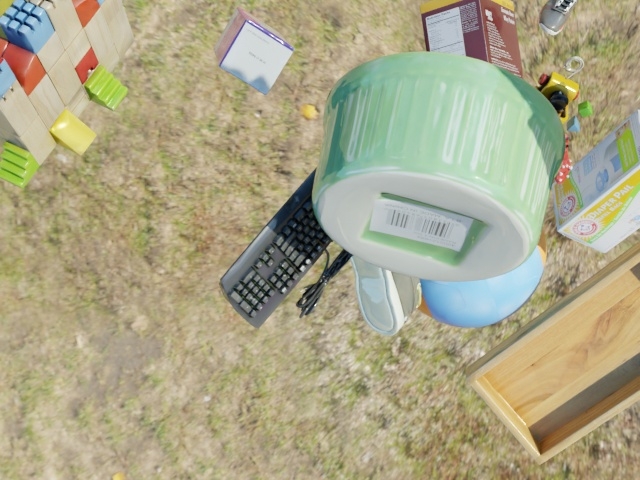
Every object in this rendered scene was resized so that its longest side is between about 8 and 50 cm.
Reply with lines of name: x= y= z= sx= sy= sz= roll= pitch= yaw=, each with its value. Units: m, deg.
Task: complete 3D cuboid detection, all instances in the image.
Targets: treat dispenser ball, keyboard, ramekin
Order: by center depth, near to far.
ramekin: x=0.134 y=-0.071 z=0.928 sx=0.303 sy=0.303 sz=0.148 roll=7 pitch=62 yaw=18
keyboard: x=0.000 y=0.000 z=1.110 sx=0.033 sy=0.201 sz=0.317 roll=33 pitch=77 yaw=39
treat dispenser ball: x=0.275 y=0.019 z=1.426 sx=0.288 sy=0.288 sz=0.288 roll=1 pitch=94 yaw=19

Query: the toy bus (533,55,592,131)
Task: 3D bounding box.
toy bus: x=0.529 y=-0.303 z=1.777 sx=0.191 sy=0.202 sz=0.104 roll=-7 pitch=47 yaw=24

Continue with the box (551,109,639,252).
box: x=0.481 y=-0.089 z=1.222 sx=0.103 sy=0.114 sz=0.203 roll=23 pitch=138 yaw=-17

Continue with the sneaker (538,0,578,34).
sneaker: x=0.509 y=-0.501 z=1.593 sx=0.061 sy=0.065 sz=0.158 roll=32 pitch=70 yaw=0

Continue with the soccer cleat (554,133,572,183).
soccer cleat: x=0.346 y=-0.122 z=1.113 sx=0.035 sy=0.029 sz=0.083 roll=36 pitch=147 yaw=48

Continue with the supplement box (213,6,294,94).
supplement box: x=-0.142 y=-0.395 z=1.565 sx=0.111 sy=0.220 sz=0.114 roll=28 pitch=106 yaw=-21

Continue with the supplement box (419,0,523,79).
supplement box: x=0.316 y=-0.396 z=1.567 sx=0.129 sy=0.191 sz=0.194 roll=-8 pitch=90 yaw=35

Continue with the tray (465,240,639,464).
tray: x=0.479 y=0.189 z=1.321 sx=0.411 sy=0.076 sz=0.203 roll=-41 pitch=89 yaw=18

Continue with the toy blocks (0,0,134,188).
toy blocks: x=-0.434 y=-0.308 z=1.188 sx=0.190 sy=0.261 sz=0.381 roll=26 pitch=69 yaw=9

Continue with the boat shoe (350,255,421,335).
boat shoe: x=0.105 y=0.009 z=1.262 sx=0.109 sy=0.091 sz=0.305 roll=13 pitch=124 yaw=41
